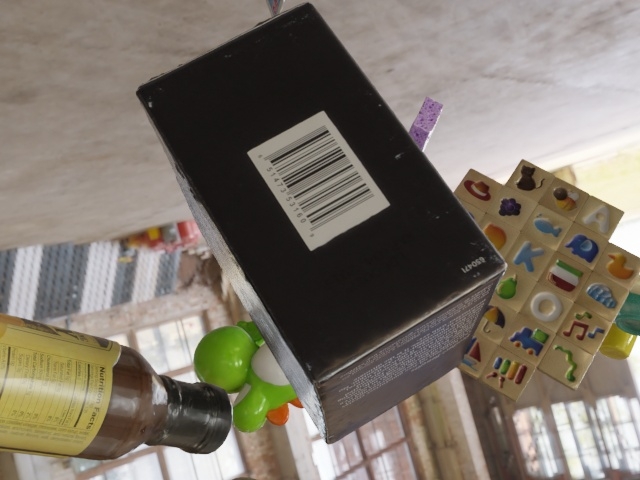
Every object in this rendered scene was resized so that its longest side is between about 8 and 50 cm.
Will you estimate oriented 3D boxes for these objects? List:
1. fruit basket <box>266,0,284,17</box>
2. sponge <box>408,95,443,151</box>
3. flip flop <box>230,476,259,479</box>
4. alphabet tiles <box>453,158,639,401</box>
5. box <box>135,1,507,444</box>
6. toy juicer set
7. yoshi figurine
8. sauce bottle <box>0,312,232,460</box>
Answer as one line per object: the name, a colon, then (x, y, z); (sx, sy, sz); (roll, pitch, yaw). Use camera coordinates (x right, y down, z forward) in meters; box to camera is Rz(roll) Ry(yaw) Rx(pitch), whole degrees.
fruit basket: (-0.066, -0.583, 1.340); (0.165, 0.353, 0.327); (0, 140, -33)
sponge: (0.115, -0.094, 1.196); (0.117, 0.031, 0.210); (-61, 175, -57)
flip flop: (0.027, 0.303, 0.829); (0.277, 0.112, 0.080); (20, -157, 13)
alphabet tiles: (0.281, 0.045, 1.177); (0.343, 0.285, 0.011); (-53, 162, -22)
box: (0.000, 0.000, 0.779); (0.182, 0.296, 0.294); (-29, 160, -10)
toy juicer set: (0.472, 0.083, 1.306); (0.209, 0.090, 0.329); (24, 158, -2)
yoshi figurine: (-0.080, 0.127, 1.362); (0.203, 0.362, 0.203); (12, 153, 42)
sauce bottle: (-0.225, 0.132, 0.720); (0.111, 0.112, 0.344); (-18, 151, 36)
